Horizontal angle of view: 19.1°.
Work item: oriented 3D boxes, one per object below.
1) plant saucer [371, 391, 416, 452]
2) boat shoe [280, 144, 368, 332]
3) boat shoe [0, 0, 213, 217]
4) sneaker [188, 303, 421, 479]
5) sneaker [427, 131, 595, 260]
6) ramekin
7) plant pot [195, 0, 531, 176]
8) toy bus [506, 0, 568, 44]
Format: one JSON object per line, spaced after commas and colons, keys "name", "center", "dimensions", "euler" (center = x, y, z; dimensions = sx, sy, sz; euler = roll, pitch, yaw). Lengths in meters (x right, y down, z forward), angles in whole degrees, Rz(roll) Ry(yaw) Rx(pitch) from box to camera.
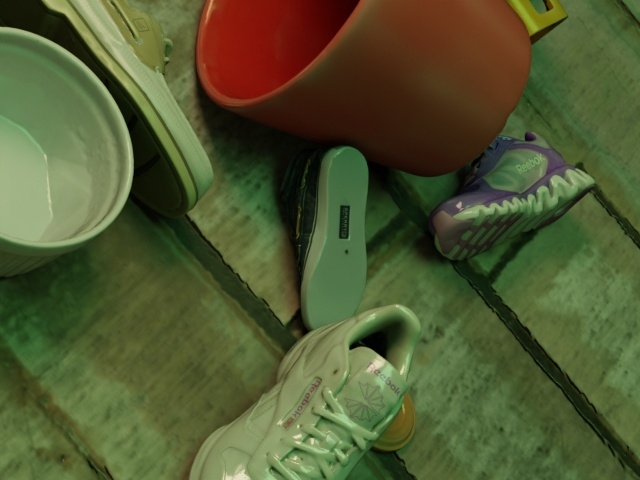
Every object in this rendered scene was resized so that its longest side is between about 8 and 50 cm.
{"name": "plant saucer", "center": [0.057, 0.161, 1.807], "dimensions": [0.083, 0.013, 0.083], "euler": [17, 58, -29]}
{"name": "boat shoe", "center": [0.000, 0.000, 1.824], "dimensions": [0.065, 0.083, 0.183], "euler": [8, 88, -33]}
{"name": "boat shoe", "center": [-0.185, -0.164, 1.735], "dimensions": [0.103, 0.113, 0.302], "euler": [-35, 89, -37]}
{"name": "sneaker", "center": [-0.011, 0.163, 1.659], "dimensions": [0.114, 0.152, 0.305], "euler": [42, 51, -12]}
{"name": "sneaker", "center": [0.181, -0.055, 1.974], "dimensions": [0.236, 0.095, 0.104], "euler": [-20, 73, -47]}
{"name": "ramekin", "center": [-0.274, -0.067, 1.618], "dimensions": [0.207, 0.109, 0.207], "euler": [17, 57, -29]}
{"name": "plant pot", "center": [0.057, -0.198, 1.850], "dimensions": [0.243, 0.275, 0.275], "euler": [30, 51, -34]}
{"name": "toy bus", "center": [0.183, -0.294, 2.090], "dimensions": [0.202, 0.104, 0.191], "euler": [21, 55, -27]}
